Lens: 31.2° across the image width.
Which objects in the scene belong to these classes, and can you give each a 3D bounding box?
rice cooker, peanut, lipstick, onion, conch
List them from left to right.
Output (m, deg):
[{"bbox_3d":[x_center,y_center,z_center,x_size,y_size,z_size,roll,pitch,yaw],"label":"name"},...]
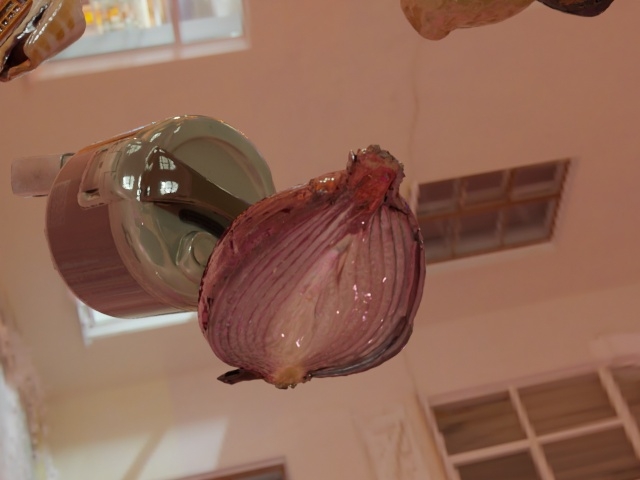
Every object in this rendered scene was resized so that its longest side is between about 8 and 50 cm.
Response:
[{"bbox_3d":[-0.501,-0.371,2.071,0.127,0.158,0.255,53,52,-49],"label":"conch"},{"bbox_3d":[-0.453,-0.124,2.100,0.079,0.252,0.077,1,87,-57],"label":"lipstick"},{"bbox_3d":[-0.250,-0.040,1.856,0.325,0.335,0.335,-10,-89,48],"label":"rice cooker"},{"bbox_3d":[0.000,0.000,1.336,0.349,0.267,0.159,-64,-147,29],"label":"onion"},{"bbox_3d":[0.292,-0.464,1.850,0.192,0.387,0.169,55,-10,-22],"label":"peanut"}]

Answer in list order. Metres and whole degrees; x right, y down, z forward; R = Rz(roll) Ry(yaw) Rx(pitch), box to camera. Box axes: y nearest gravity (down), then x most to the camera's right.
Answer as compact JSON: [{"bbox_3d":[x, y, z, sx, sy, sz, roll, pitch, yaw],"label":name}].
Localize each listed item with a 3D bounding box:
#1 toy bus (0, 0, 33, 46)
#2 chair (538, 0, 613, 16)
[{"bbox_3d":[-0.506,-0.297,1.665,0.194,0.088,0.083,-58,-166,-26],"label":"toy bus"},{"bbox_3d":[0.252,-0.270,1.037,0.145,0.221,0.140,-57,-147,7],"label":"chair"}]
